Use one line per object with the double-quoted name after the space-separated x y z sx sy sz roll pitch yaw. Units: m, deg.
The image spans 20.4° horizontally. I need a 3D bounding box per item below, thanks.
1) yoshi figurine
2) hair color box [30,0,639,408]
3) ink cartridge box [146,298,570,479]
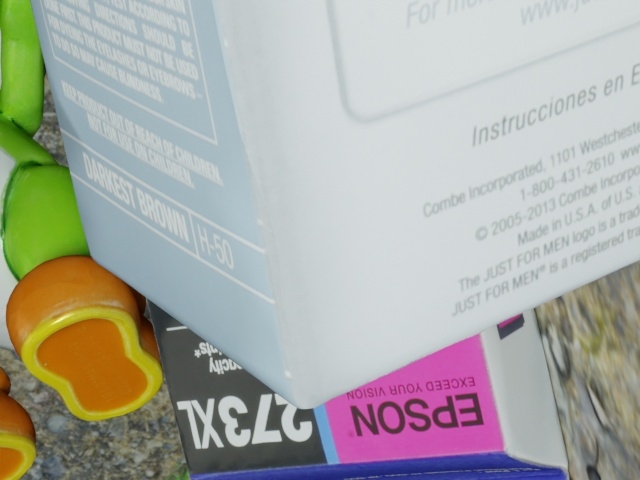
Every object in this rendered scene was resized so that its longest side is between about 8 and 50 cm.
-0.210 -0.065 0.925 0.203 0.203 0.362 114 144 -45 "yoshi figurine"
0.017 -0.175 0.371 0.113 0.185 0.375 30 136 53 "hair color box"
0.000 0.000 0.815 0.069 0.175 0.371 -27 -75 -57 "ink cartridge box"
